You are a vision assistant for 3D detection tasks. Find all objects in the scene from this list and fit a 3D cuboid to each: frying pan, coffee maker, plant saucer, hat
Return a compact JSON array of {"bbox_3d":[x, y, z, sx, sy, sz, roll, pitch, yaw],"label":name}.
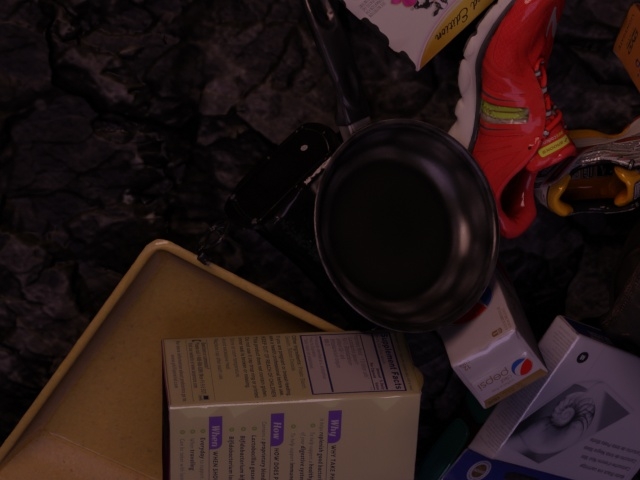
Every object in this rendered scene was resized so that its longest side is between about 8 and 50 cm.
[{"bbox_3d":[0.032,-0.057,1.703,0.326,0.053,0.197,46,65,-15],"label":"frying pan"},{"bbox_3d":[0.000,0.000,1.824,0.171,0.120,0.178,-32,122,21],"label":"coffee maker"},{"bbox_3d":[-0.121,0.169,1.925,0.332,0.081,0.333,28,113,-23],"label":"plant saucer"},{"bbox_3d":[0.345,0.058,1.833,0.134,0.331,0.331,13,121,9],"label":"hat"}]

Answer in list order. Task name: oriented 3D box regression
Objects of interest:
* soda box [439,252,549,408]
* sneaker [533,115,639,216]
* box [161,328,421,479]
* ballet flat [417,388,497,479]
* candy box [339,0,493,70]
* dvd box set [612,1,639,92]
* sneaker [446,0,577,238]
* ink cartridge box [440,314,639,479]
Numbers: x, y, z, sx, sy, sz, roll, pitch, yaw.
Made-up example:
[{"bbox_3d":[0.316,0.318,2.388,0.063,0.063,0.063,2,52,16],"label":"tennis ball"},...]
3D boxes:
[{"bbox_3d":[0.151,0.064,1.822,0.074,0.216,0.069,-32,121,11],"label":"soda box"},{"bbox_3d":[0.315,-0.067,1.842,0.225,0.093,0.088,-14,122,-1],"label":"sneaker"},{"bbox_3d":[-0.034,0.208,1.848,0.243,0.117,0.214,-2,121,-7],"label":"box"},{"bbox_3d":[0.177,0.193,1.998,0.074,0.074,0.203,21,116,-21],"label":"ballet flat"},{"bbox_3d":[0.061,-0.285,1.678,0.159,0.071,0.233,-43,119,16],"label":"candy box"},{"bbox_3d":[0.460,-0.075,1.668,0.307,0.420,0.062,9,120,-14],"label":"dvd box set"},{"bbox_3d":[0.195,-0.124,1.758,0.107,0.118,0.279,-28,142,-40],"label":"sneaker"},{"bbox_3d":[0.268,0.200,1.976,0.223,0.045,0.224,18,112,-40],"label":"ink cartridge box"}]
